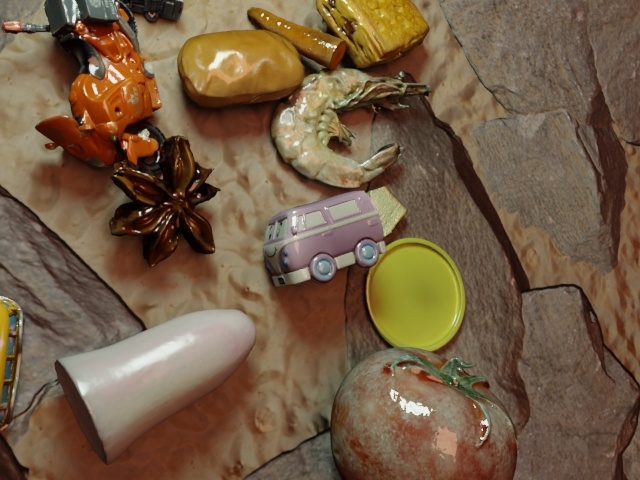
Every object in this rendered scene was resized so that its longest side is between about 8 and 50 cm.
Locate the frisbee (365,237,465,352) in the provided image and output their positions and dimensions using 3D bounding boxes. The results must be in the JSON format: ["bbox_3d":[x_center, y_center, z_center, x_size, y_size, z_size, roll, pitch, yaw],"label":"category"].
[{"bbox_3d":[0.192,0.111,1.240,0.236,0.017,0.236,5,78,-22],"label":"frisbee"}]

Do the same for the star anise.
[{"bbox_3d":[-0.254,-0.069,1.021,0.190,0.126,0.220,-2,107,-25],"label":"star anise"}]

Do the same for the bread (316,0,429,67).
[{"bbox_3d":[0.102,-0.455,1.251,0.210,0.099,0.235,51,46,-5],"label":"bread"}]

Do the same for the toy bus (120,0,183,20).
[{"bbox_3d":[-0.344,-0.450,1.097,0.191,0.064,0.075,3,67,-23],"label":"toy bus"}]

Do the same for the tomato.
[{"bbox_3d":[0.169,0.322,1.029,0.317,0.316,0.282,25,102,-17],"label":"tomato"}]

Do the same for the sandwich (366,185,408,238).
[{"bbox_3d":[0.116,-0.053,1.228,0.093,0.036,0.105,40,69,-12],"label":"sandwich"}]

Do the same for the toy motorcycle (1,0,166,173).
[{"bbox_3d":[-0.369,-0.258,1.005,0.221,0.148,0.325,-20,98,-49],"label":"toy motorcycle"}]

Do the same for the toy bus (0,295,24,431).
[{"bbox_3d":[-0.495,0.174,0.868,0.126,0.136,0.209,7,76,-22],"label":"toy bus"}]

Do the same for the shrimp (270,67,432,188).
[{"bbox_3d":[0.075,-0.236,1.223,0.360,0.085,0.247,-22,89,-19],"label":"shrimp"}]

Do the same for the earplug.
[{"bbox_3d":[-0.236,0.198,0.975,0.301,0.172,0.172,-25,90,-32],"label":"earplug"}]

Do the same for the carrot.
[{"bbox_3d":[-0.055,-0.400,1.188,0.210,0.061,0.061,28,68,10],"label":"carrot"}]

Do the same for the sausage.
[{"bbox_3d":[-0.141,-0.313,1.121,0.241,0.120,0.136,-18,79,-26],"label":"sausage"}]

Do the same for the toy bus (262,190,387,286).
[{"bbox_3d":[0.000,0.000,1.114,0.202,0.142,0.142,-18,93,-26],"label":"toy bus"}]
